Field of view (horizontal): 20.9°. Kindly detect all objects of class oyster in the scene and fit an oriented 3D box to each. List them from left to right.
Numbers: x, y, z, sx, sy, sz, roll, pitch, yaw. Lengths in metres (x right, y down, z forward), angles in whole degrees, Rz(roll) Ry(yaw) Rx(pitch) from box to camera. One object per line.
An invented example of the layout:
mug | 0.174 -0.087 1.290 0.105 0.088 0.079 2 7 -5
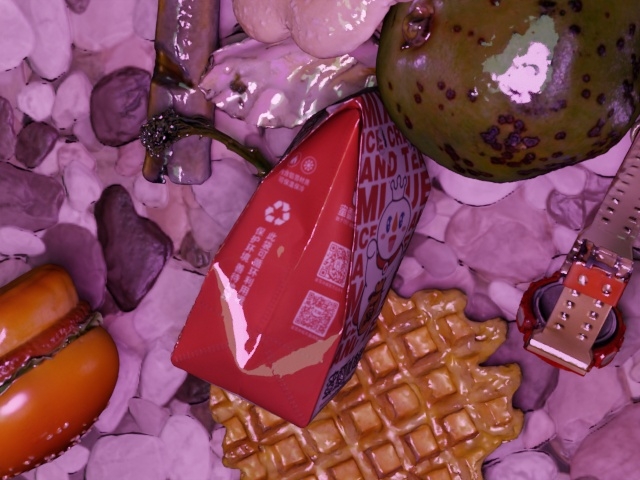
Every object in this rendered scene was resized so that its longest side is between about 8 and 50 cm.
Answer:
oyster | -0.012 -0.172 1.619 0.209 0.072 0.133 -24 127 29

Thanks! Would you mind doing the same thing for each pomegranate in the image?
pomegranate | 0.178 -0.170 1.494 0.254 0.270 0.254 10 102 52

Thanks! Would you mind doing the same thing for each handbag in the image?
handbag | 0.000 0.000 1.554 0.151 0.171 0.298 27 108 10

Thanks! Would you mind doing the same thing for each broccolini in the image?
broccolini | -0.085 -0.081 1.646 0.194 0.054 0.052 21 79 -23

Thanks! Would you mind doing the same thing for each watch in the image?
watch | 0.254 0.005 1.521 0.102 0.165 0.268 24 144 6

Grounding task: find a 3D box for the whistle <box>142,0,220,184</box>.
whistle | -0.125 -0.211 1.645 0.057 0.068 0.326 22 111 45

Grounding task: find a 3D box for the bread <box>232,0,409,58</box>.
bread | 0.026 -0.302 1.491 0.316 0.054 0.316 -21 56 35

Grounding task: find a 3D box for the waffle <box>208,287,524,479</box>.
waffle | 0.042 0.169 1.694 0.312 0.060 0.307 9 105 14

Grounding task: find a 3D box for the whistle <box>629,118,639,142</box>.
whistle | 0.356 -0.155 1.526 0.105 0.085 0.227 22 107 -2

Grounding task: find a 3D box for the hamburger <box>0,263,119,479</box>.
hamburger | -0.308 0.144 1.686 0.246 0.246 0.170 -32 96 18
